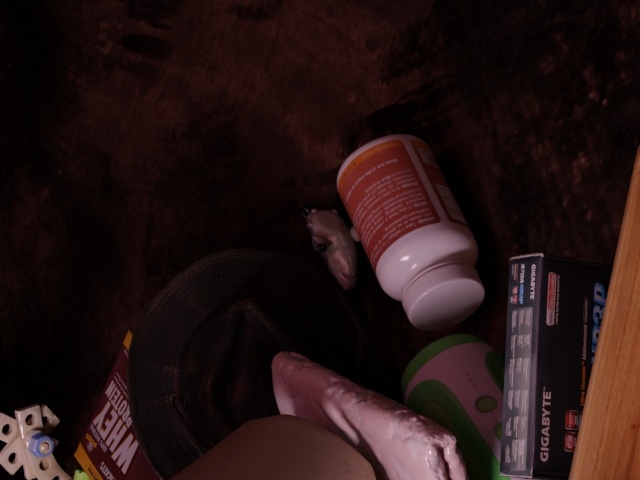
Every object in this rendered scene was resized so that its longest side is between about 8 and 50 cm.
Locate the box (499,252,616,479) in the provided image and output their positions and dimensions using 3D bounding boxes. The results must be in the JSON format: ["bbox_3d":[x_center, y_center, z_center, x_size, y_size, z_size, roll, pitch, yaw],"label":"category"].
[{"bbox_3d":[0.263,0.132,1.807,0.051,0.175,0.220,-9,75,54],"label":"box"}]

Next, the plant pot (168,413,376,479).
[{"bbox_3d":[-0.083,0.349,1.840,0.334,0.305,0.333,24,135,26],"label":"plant pot"}]

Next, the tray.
[{"bbox_3d":[0.331,0.086,1.696,0.203,0.076,0.410,143,144,-70],"label":"tray"}]

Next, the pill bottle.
[{"bbox_3d":[0.106,-0.008,2.083,0.121,0.121,0.216,-50,46,32],"label":"pill bottle"}]

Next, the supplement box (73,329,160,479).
[{"bbox_3d":[-0.177,0.237,2.325,0.129,0.191,0.194,46,118,46],"label":"supplement box"}]

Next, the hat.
[{"bbox_3d":[-0.081,0.157,2.133,0.134,0.331,0.331,95,174,-75],"label":"hat"}]

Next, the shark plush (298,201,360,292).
[{"bbox_3d":[0.000,0.000,2.274,0.161,0.073,0.067,38,141,44],"label":"shark plush"}]

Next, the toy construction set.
[{"bbox_3d":[-0.320,0.347,2.460,0.328,0.215,0.151,34,108,50],"label":"toy construction set"}]

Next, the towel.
[{"bbox_3d":[0.080,0.292,1.958,0.332,0.053,0.317,20,133,57],"label":"towel"}]

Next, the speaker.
[{"bbox_3d":[0.195,0.234,1.910,0.131,0.131,0.296,-58,43,25],"label":"speaker"}]
